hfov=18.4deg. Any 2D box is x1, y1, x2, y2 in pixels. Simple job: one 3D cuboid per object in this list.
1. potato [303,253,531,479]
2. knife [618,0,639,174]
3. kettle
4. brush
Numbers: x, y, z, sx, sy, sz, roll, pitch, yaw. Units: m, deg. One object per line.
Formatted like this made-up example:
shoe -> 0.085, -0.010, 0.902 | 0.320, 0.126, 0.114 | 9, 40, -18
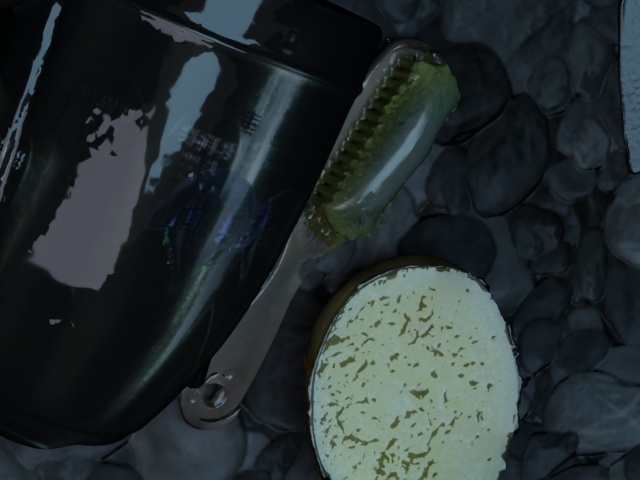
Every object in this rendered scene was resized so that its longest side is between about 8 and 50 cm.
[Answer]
potato -> 0.060, 0.107, 1.394 | 0.164, 0.081, 0.200 | -4, 100, -14
knife -> 0.254, -0.083, 1.470 | 0.060, 0.028, 0.230 | -16, 105, -7
kettle -> -0.154, -0.032, 1.179 | 0.321, 0.228, 0.324 | 15, 101, -45
brush -> -0.001, -0.001, 1.354 | 0.072, 0.067, 0.313 | 35, 88, -26
